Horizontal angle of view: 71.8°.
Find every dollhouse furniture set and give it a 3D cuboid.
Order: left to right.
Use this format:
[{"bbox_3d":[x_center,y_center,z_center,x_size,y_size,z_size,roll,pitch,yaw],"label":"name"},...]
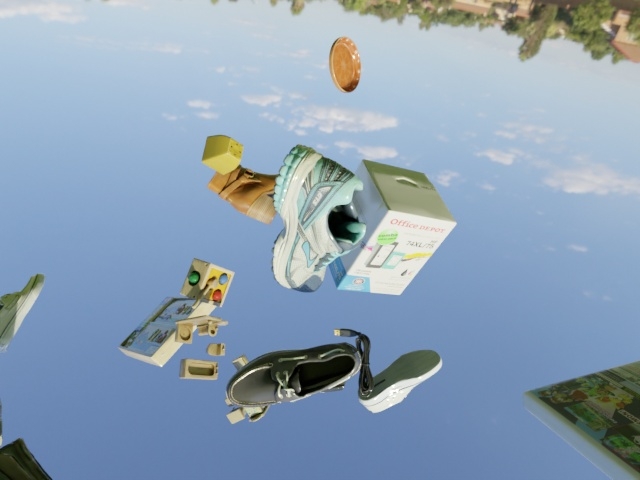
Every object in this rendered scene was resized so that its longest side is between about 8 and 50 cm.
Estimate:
[{"bbox_3d":[-0.306,0.296,1.209,0.123,0.151,0.144,-16,154,32],"label":"dollhouse furniture set"},{"bbox_3d":[-0.274,0.488,1.407,0.181,0.161,0.101,58,-161,-4],"label":"dollhouse furniture set"}]

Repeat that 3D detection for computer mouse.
[{"bbox_3d":[0.019,0.337,1.240,0.262,0.183,0.060,-6,158,24],"label":"computer mouse"}]

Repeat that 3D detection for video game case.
[{"bbox_3d":[0.324,0.170,0.393,0.184,0.023,0.201,-11,-168,-10],"label":"video game case"}]

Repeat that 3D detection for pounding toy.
[{"bbox_3d":[-0.324,0.130,1.259,0.100,0.130,0.141,14,170,31],"label":"pounding toy"}]

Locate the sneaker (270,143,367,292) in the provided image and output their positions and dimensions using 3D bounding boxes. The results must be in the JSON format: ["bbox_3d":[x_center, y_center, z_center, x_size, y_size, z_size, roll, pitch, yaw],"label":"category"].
[{"bbox_3d":[0.000,0.000,0.662,0.122,0.282,0.110,24,-127,19],"label":"sneaker"}]

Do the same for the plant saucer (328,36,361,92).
[{"bbox_3d":[0.038,-0.277,0.700,0.013,0.083,0.083,8,-156,35],"label":"plant saucer"}]

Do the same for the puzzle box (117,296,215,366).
[{"bbox_3d":[-0.568,0.316,1.613,0.409,0.052,0.272,-10,-147,50],"label":"puzzle box"}]

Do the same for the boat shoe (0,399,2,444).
[{"bbox_3d":[-0.630,0.406,0.801,0.105,0.285,0.089,22,-162,-17],"label":"boat shoe"}]

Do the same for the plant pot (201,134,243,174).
[{"bbox_3d":[-0.253,-0.234,1.181,0.083,0.081,0.081,-6,158,37],"label":"plant pot"}]

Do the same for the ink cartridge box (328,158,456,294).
[{"bbox_3d":[0.156,-0.027,1.110,0.198,0.270,0.197,8,-138,-25],"label":"ink cartridge box"}]

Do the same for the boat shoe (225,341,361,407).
[{"bbox_3d":[-0.040,0.194,0.640,0.206,0.075,0.065,-14,172,-3],"label":"boat shoe"}]

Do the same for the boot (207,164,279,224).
[{"bbox_3d":[-0.203,-0.186,1.372,0.220,0.109,0.283,30,-130,-5],"label":"boot"}]

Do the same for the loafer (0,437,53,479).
[{"bbox_3d":[-0.439,0.424,0.733,0.268,0.096,0.084,30,-142,6],"label":"loafer"}]

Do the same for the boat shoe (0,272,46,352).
[{"bbox_3d":[-0.759,0.162,1.089,0.076,0.083,0.226,30,-144,-27],"label":"boat shoe"}]

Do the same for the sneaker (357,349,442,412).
[{"bbox_3d":[0.228,0.398,1.255,0.258,0.091,0.094,-27,-142,2],"label":"sneaker"}]
